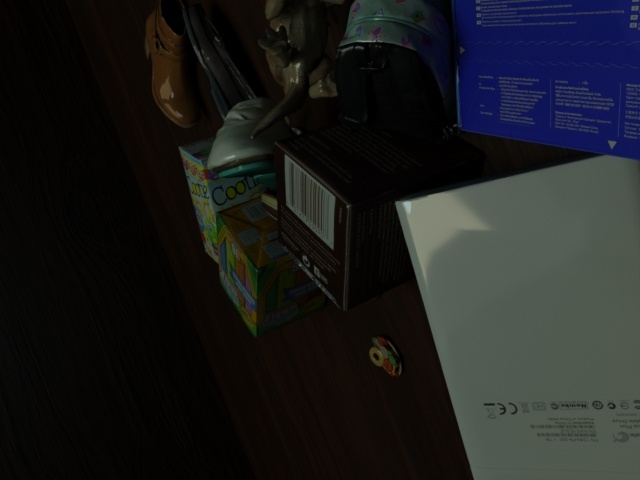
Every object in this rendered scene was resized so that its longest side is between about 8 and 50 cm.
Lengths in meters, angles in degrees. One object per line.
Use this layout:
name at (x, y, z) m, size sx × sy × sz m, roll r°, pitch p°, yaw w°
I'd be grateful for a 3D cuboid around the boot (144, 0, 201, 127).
boot at (-0.346, -0.440, 1.382) m, size 0.220 × 0.108 × 0.284 m, roll -29°, pitch 77°, yaw 61°

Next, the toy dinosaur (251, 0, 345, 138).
toy dinosaur at (-0.029, -0.272, 0.753) m, size 0.200 × 0.127 × 0.296 m, roll -155°, pitch 74°, yaw -73°

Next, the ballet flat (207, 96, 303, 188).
ballet flat at (-0.089, -0.155, 0.894) m, size 0.400 × 0.139 × 0.139 m, roll -17°, pitch -96°, yaw -82°

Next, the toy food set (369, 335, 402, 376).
toy food set at (0.122, 0.215, 1.055) m, size 0.083 × 0.020 × 0.083 m, roll 45°, pitch 147°, yaw 40°

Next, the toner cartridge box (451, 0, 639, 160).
toner cartridge box at (0.252, -0.153, 0.441) m, size 0.347 × 0.075 × 0.165 m, roll 28°, pitch 133°, yaw 53°

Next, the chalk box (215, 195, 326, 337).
chalk box at (-0.099, 0.067, 1.190) m, size 0.179 × 0.180 × 0.289 m, roll 50°, pitch 151°, yaw 33°

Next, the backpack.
backpack at (0.083, -0.191, 0.616) m, size 0.151 × 0.115 × 0.182 m, roll 6°, pitch 164°, yaw 21°

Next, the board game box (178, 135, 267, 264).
board game box at (-0.211, -0.093, 1.322) m, size 0.144 × 0.142 × 0.276 m, roll 32°, pitch 138°, yaw 51°

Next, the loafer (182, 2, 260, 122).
loafer at (-0.190, -0.358, 1.161) m, size 0.109 × 0.095 × 0.303 m, roll 41°, pitch -153°, yaw -78°

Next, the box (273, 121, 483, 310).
box at (0.068, -0.050, 0.736) m, size 0.168 × 0.203 × 0.167 m, roll 44°, pitch 146°, yaw 41°

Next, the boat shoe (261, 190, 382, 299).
boat shoe at (0.000, 0.000, 0.981) m, size 0.341 × 0.123 × 0.123 m, roll 28°, pitch 115°, yaw 45°

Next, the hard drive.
hard drive at (0.234, 0.100, 0.586) m, size 0.232 × 0.047 × 0.354 m, roll -11°, pitch 102°, yaw 31°
